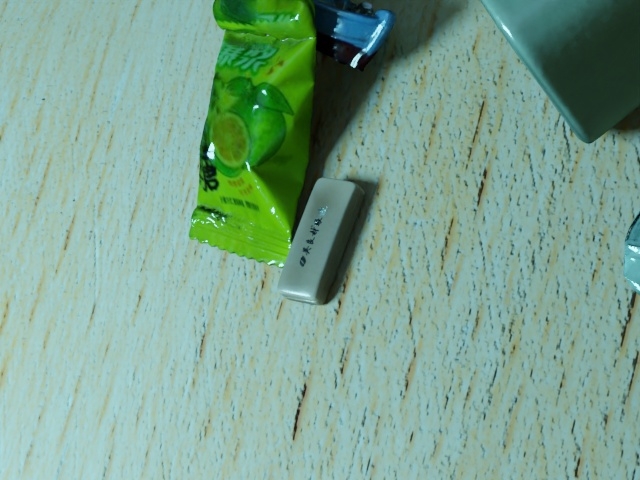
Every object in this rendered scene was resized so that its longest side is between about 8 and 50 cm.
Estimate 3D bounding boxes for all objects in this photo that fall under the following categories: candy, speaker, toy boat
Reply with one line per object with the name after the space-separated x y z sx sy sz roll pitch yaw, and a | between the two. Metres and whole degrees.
-0.058 -0.105 1.775 0.149 0.069 0.246 13 94 49 | candy
0.188 -0.288 1.634 0.184 0.183 0.406 -35 49 9 | speaker
-0.003 -0.233 1.794 0.223 0.100 0.097 35 110 44 | toy boat

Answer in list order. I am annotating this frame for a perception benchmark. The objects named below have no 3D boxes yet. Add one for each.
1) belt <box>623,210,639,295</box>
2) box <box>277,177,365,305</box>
0.299 0.008 1.470 0.140 0.058 0.105 -16 63 25 | belt
0.000 0.000 1.717 0.048 0.025 0.115 10 73 41 | box
